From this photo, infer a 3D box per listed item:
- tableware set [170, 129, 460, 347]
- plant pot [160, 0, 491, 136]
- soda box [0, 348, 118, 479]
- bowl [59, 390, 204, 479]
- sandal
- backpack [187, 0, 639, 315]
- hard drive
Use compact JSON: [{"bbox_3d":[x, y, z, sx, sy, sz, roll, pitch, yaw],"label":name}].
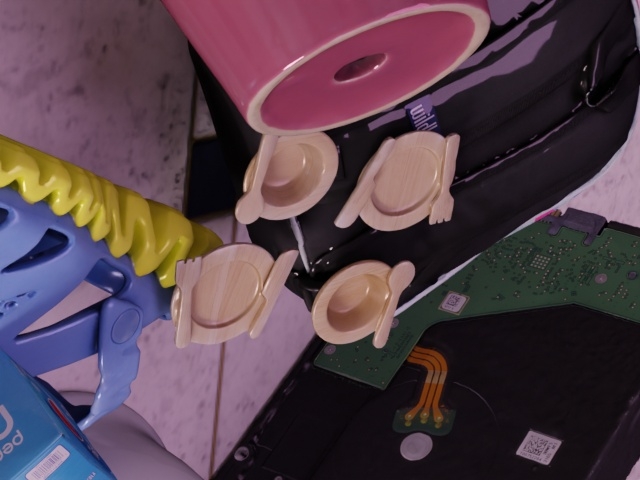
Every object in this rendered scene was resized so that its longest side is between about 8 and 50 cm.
[{"bbox_3d":[0.000,0.000,1.054,0.168,0.020,0.141,2,121,-35],"label":"tableware set"},{"bbox_3d":[-0.009,-0.159,0.963,0.201,0.201,0.180,1,61,-57],"label":"plant pot"},{"bbox_3d":[-0.205,0.154,0.951,0.210,0.071,0.067,-40,142,-4],"label":"soda box"},{"bbox_3d":[-0.128,0.245,1.127,0.298,0.134,0.298,-30,128,-48],"label":"bowl"},{"bbox_3d":[-0.164,0.017,0.982,0.317,0.126,0.138,28,85,-56],"label":"sandal"},{"bbox_3d":[0.060,-0.096,1.160,0.253,0.191,0.225,-26,132,-10],"label":"backpack"},{"bbox_3d":[0.096,0.115,1.310,0.339,0.237,0.064,-55,144,-28],"label":"hard drive"}]
